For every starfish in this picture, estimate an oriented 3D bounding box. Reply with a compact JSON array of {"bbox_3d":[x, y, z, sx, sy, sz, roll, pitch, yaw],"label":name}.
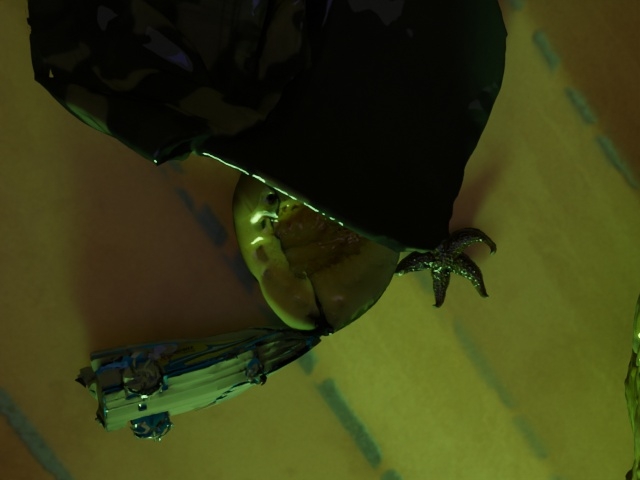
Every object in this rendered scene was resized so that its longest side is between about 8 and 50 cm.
[{"bbox_3d":[0.110,0.019,1.495,0.091,0.028,0.078,36,99,-17],"label":"starfish"}]

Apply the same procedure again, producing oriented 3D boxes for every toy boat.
[{"bbox_3d":[-0.096,0.109,1.461,0.210,0.066,0.084,-15,136,-16],"label":"toy boat"}]

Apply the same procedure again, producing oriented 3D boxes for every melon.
[{"bbox_3d":[0.000,0.000,1.449,0.128,0.079,0.160,-17,81,-27],"label":"melon"}]

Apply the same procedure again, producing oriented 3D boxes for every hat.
[{"bbox_3d":[-0.044,-0.159,1.389,0.382,0.257,0.366,47,58,-45],"label":"hat"}]

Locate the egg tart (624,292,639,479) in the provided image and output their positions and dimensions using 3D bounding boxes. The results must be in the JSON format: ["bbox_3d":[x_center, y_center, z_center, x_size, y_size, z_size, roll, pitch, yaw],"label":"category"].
[{"bbox_3d":[0.402,0.100,1.496,0.339,0.153,0.352,-7,101,-9],"label":"egg tart"}]
